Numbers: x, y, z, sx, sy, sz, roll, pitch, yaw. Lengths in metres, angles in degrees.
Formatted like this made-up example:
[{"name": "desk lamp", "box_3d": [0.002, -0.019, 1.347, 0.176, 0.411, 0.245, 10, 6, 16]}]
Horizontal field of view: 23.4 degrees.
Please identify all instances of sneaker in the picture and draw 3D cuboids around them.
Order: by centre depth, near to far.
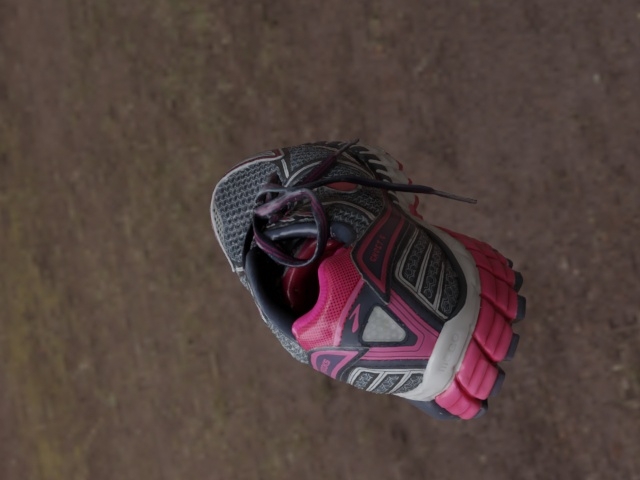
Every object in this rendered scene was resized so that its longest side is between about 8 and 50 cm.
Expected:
[{"name": "sneaker", "box_3d": [0.000, 0.000, 0.869, 0.299, 0.112, 0.121, 31, 102, 63]}]
